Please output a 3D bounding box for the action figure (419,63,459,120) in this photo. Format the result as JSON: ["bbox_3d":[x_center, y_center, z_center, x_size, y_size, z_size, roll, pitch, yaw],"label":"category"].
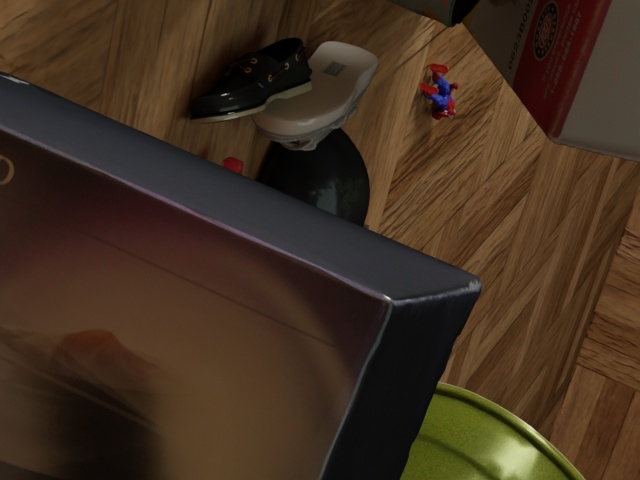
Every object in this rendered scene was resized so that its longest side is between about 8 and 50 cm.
[{"bbox_3d":[0.121,-0.142,1.876,0.115,0.030,0.038,53,57,-75],"label":"action figure"}]

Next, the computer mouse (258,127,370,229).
[{"bbox_3d":[0.000,0.000,1.594,0.188,0.072,0.272,-56,162,-29],"label":"computer mouse"}]

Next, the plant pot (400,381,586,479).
[{"bbox_3d":[0.088,0.404,2.071,0.353,0.366,0.366,-41,154,-31],"label":"plant pot"}]

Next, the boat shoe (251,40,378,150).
[{"bbox_3d":[-0.009,-0.101,1.449,0.184,0.066,0.063,-57,164,-64],"label":"boat shoe"}]

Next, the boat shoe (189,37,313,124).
[{"bbox_3d":[-0.051,-0.110,1.319,0.133,0.049,0.042,-32,116,-53],"label":"boat shoe"}]

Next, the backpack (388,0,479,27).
[{"bbox_3d":[0.082,-0.252,1.351,0.188,0.144,0.166,82,27,-62],"label":"backpack"}]

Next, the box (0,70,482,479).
[{"bbox_3d":[-0.125,0.097,0.902,0.294,0.296,0.183,-69,164,6],"label":"box"}]

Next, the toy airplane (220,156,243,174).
[{"bbox_3d":[-0.068,0.012,1.389,0.151,0.028,0.151,21,90,-74],"label":"toy airplane"}]

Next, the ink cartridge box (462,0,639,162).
[{"bbox_3d":[0.226,-0.260,1.450,0.384,0.160,0.279,-114,-143,-59],"label":"ink cartridge box"}]
